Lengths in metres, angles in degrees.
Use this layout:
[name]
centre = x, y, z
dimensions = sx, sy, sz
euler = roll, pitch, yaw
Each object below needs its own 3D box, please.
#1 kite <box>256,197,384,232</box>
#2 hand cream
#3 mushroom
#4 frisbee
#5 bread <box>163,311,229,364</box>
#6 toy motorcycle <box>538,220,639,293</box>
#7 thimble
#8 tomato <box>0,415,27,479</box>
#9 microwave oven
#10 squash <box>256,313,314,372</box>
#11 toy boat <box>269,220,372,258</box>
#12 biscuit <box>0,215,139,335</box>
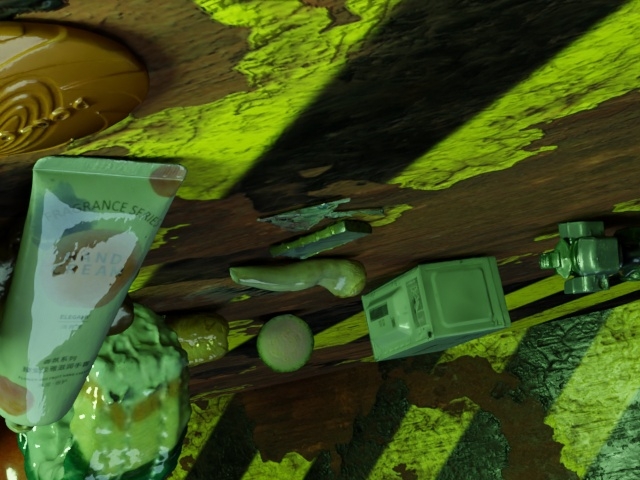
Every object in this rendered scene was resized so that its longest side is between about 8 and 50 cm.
[kite]
centre = 0.002, -0.027, 1.103
dimensions = 0.157, 0.011, 0.139
euler = -4, 169, -24
[hand cream]
centre = -0.223, 0.059, 0.889
dimensions = 0.124, 0.077, 0.340
euler = 3, 135, -32
[mushroom]
centre = -0.030, 0.049, 1.332
dimensions = 0.202, 0.054, 0.059
euler = 2, 164, -32
[frisbee]
centre = -0.199, -0.078, 0.620
dimensions = 0.192, 0.035, 0.192
euler = -10, 168, -2
[bread]
centre = -0.247, 0.160, 1.567
dimensions = 0.211, 0.083, 0.114
euler = -7, 173, -19
[toy motorcycle]
centre = 0.451, 0.019, 1.466
dimensions = 0.275, 0.124, 0.187
euler = -4, 175, -31
[thimble]
centre = -0.292, 0.212, 1.351
dimensions = 0.167, 0.254, 0.288
euler = -3, 151, -35
[tomato]
centre = -0.469, 0.355, 1.669
dimensions = 0.273, 0.341, 0.341
euler = -10, 170, -36
[microwave oven]
centre = 0.175, 0.106, 1.605
dimensions = 0.162, 0.122, 0.208
euler = -5, 166, -25
[squash]
centre = -0.073, 0.172, 1.822
dimensions = 0.105, 0.105, 0.132
euler = -9, -174, -11
[toy boat]
centre = 0.000, 0.000, 1.206
dimensions = 0.115, 0.016, 0.063
euler = -20, 165, 34
[biscuit]
centre = -0.289, 0.049, 0.947
dimensions = 0.236, 0.039, 0.180
euler = 0, 136, -13
